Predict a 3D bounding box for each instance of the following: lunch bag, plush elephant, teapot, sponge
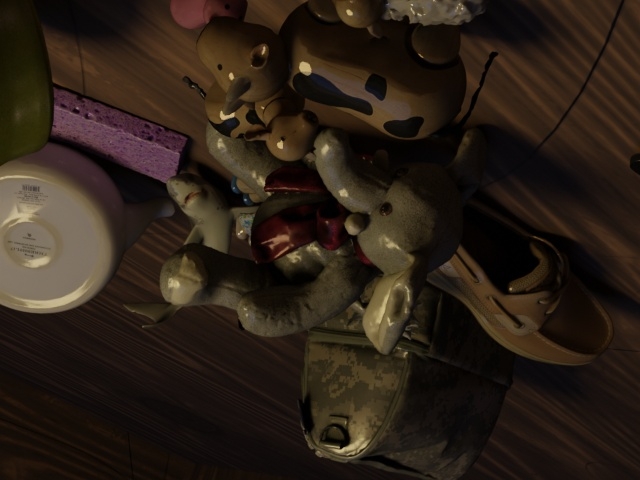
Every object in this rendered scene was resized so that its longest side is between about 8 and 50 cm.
[{"bbox_3d":[0.116,0.196,1.707,0.212,0.256,0.305,2,165,37],"label":"lunch bag"},{"bbox_3d":[0.033,-0.020,1.291,0.330,0.272,0.255,33,142,-16],"label":"plush elephant"},{"bbox_3d":[-0.379,-0.037,1.681,0.252,0.187,0.256,-35,112,19],"label":"teapot"},{"bbox_3d":[-0.276,-0.138,1.586,0.210,0.031,0.117,21,160,-5],"label":"sponge"}]

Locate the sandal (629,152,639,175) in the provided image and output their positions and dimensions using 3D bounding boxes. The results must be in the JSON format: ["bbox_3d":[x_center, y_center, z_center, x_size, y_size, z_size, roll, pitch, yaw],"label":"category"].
[{"bbox_3d":[0.379,-0.038,1.231,0.179,0.040,0.067,30,158,-28],"label":"sandal"}]

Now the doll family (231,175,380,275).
[{"bbox_3d":[0.000,0.000,1.563,0.263,0.118,0.163,31,160,-35],"label":"doll family"}]

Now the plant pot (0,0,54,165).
[{"bbox_3d":[-0.457,-0.154,1.168,0.353,0.366,0.366,-19,176,-26],"label":"plant pot"}]

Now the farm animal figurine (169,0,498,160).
[{"bbox_3d":[-0.015,-0.161,1.079,0.327,0.172,0.330,14,160,14],"label":"farm animal figurine"}]

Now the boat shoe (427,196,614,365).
[{"bbox_3d":[0.240,0.053,1.479,0.341,0.121,0.110,30,158,-24],"label":"boat shoe"}]

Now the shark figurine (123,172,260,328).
[{"bbox_3d":[-0.177,-0.001,1.720,0.166,0.116,0.278,-9,135,-33],"label":"shark figurine"}]

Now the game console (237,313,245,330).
[{"bbox_3d":[-0.062,0.106,1.959,0.085,0.124,0.144,43,164,13],"label":"game console"}]
